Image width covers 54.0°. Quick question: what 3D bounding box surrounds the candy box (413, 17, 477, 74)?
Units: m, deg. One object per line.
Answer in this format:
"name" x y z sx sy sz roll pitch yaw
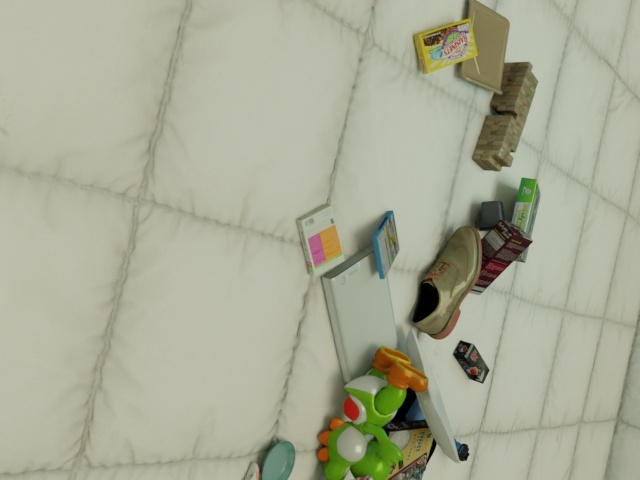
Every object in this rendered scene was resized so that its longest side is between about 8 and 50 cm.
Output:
"candy box" 0.339 -0.523 1.690 0.206 0.027 0.105 -27 111 -30

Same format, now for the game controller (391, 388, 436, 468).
"game controller" 0.278 0.539 1.847 0.166 0.067 0.319 -39 125 -34

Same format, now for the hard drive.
"hard drive" 0.109 0.187 1.619 0.203 0.040 0.307 -31 120 -38

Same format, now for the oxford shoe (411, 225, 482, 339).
"oxford shoe" 0.365 0.108 1.810 0.130 0.123 0.348 28 77 -40

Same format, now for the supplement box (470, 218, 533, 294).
"supplement box" 0.511 0.054 1.896 0.130 0.073 0.239 15 123 -47

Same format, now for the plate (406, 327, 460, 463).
"plate" 0.295 0.421 1.708 0.278 0.045 0.277 -95 162 -57

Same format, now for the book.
"book" 0.000 0.000 1.473 0.096 0.035 0.144 -29 118 -35

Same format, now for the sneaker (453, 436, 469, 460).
"sneaker" 0.431 0.655 2.015 0.058 0.084 0.152 -49 129 -27

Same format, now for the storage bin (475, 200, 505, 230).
"storage bin" 0.534 -0.076 1.965 0.135 0.098 0.091 1 85 -69

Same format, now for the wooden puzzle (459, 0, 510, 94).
"wooden puzzle" 0.479 -0.566 1.847 0.221 0.044 0.238 3 91 -46

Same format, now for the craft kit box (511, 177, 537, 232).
"craft kit box" 0.673 -0.060 2.081 0.246 0.061 0.250 22 81 -70

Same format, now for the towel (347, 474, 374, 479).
"towel" 0.059 0.662 1.581 0.029 0.197 0.144 -97 165 -53

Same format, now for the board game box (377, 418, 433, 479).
"board game box" 0.222 0.624 1.763 0.165 0.042 0.243 4 106 -29

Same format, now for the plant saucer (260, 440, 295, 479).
"plant saucer" -0.104 0.526 1.474 0.119 0.021 0.119 -19 113 -51

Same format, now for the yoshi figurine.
"yoshi figurine" 0.148 0.471 1.600 0.362 0.203 0.203 -60 154 5

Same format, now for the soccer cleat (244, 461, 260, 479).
"soccer cleat" -0.161 0.545 1.423 0.035 0.029 0.083 10 96 -51

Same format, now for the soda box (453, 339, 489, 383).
"soda box" 0.494 0.398 2.049 0.060 0.053 0.169 -56 132 -22

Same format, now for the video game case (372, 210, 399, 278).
"video game case" 0.170 0.009 1.615 0.166 0.015 0.119 -52 134 -57

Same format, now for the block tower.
"block tower" 0.577 -0.383 1.947 0.097 0.091 0.335 28 79 -46
